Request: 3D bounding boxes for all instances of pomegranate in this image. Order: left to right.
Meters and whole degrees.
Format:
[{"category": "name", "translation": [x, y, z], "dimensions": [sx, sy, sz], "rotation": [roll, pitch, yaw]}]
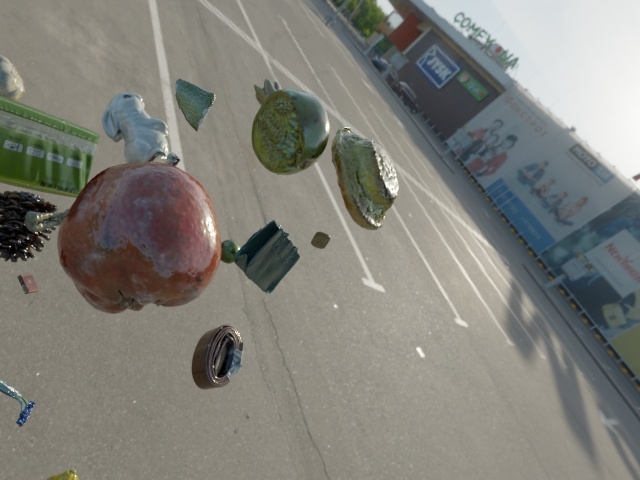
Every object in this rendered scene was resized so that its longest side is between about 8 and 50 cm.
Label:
[{"category": "pomegranate", "translation": [-0.411, 0.061, 1.906], "dimensions": [0.142, 0.114, 0.115], "rotation": [45, 21, -40]}, {"category": "pomegranate", "translation": [-0.101, -0.407, 1.449], "dimensions": [0.215, 0.310, 0.359], "rotation": [-7, 65, -37]}]

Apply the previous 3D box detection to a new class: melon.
[{"category": "melon", "translation": [-0.464, -0.529, 1.567], "dimensions": [0.093, 0.139, 0.203], "rotation": [-71, 140, -76]}]

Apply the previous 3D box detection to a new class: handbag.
[{"category": "handbag", "translation": [-0.208, 0.071, 1.678], "dimensions": [0.089, 0.238, 0.326], "rotation": [39, -12, 23]}]

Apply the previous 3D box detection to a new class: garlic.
[{"category": "garlic", "translation": [-0.831, -0.421, 1.070], "dimensions": [0.094, 0.074, 0.113], "rotation": [-31, 111, -30]}]

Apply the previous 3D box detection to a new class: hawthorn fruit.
[{"category": "hawthorn fruit", "translation": [-0.307, 0.001, 0.727], "dimensions": [0.284, 0.284, 0.284], "rotation": [41, 24, -23]}]

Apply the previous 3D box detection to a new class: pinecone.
[{"category": "pinecone", "translation": [-1.166, -0.048, 1.601], "dimensions": [0.246, 0.246, 0.293], "rotation": [28, 54, -44]}]

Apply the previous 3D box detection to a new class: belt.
[{"category": "belt", "translation": [-0.420, 0.480, 1.692], "dimensions": [0.184, 0.105, 0.262], "rotation": [49, 35, -27]}]

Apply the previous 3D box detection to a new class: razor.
[{"category": "razor", "translation": [-1.098, 0.508, 1.417], "dimensions": [0.093, 0.056, 0.325], "rotation": [-98, 172, -56]}]

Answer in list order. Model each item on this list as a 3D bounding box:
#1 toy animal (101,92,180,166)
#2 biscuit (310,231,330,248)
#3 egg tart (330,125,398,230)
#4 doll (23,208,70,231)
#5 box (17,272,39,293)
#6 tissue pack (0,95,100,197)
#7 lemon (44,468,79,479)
[{"category": "toy animal", "translation": [-0.755, -0.429, 1.683], "dimensions": [0.358, 0.257, 0.194], "rotation": [53, -1, 3]}, {"category": "biscuit", "translation": [0.000, 0.000, 1.808], "dimensions": [0.071, 0.147, 0.019], "rotation": [24, 62, -5]}, {"category": "egg tart", "translation": [0.193, -0.260, 1.638], "dimensions": [0.443, 0.177, 0.444], "rotation": [44, 37, -47]}, {"category": "doll", "translation": [-0.860, -0.072, 1.447], "dimensions": [0.091, 0.203, 0.286], "rotation": [22, 45, 29]}, {"category": "box", "translation": [-1.220, 0.180, 1.717], "dimensions": [0.082, 0.023, 0.051], "rotation": [64, 12, 2]}, {"category": "tissue pack", "translation": [-0.651, -0.205, 0.845], "dimensions": [0.200, 0.168, 0.274], "rotation": [17, 2, 31]}, {"category": "lemon", "translation": [-0.851, 0.865, 1.333], "dimensions": [0.186, 0.245, 0.187], "rotation": [19, 5, -2]}]
